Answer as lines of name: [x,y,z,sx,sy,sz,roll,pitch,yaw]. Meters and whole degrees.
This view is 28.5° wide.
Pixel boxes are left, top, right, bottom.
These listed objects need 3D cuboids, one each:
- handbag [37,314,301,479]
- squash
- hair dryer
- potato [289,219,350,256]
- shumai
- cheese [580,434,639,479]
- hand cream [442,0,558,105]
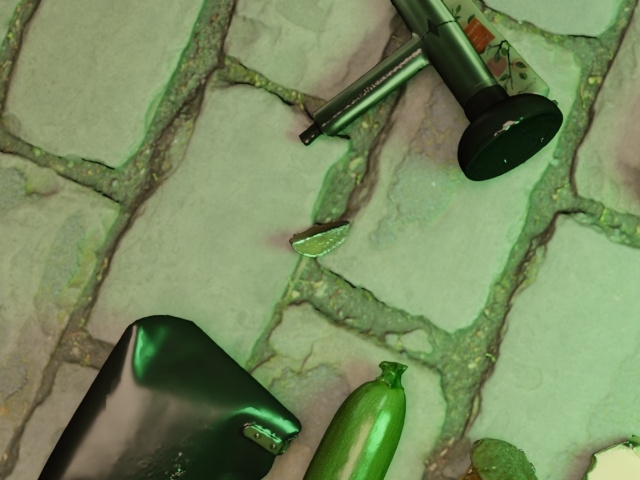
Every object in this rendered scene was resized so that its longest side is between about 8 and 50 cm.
handbag: [-0.202,0.294,1.740,0.288,0.152,0.342,30,90,0]
squash: [0.025,0.346,1.713,0.107,0.107,0.395,22,86,11]
hair dryer: [0.143,-0.186,1.789,0.320,0.156,0.284,51,118,25]
potato: [-0.001,0.000,1.808,0.093,0.037,0.036,-20,109,-14]
shumai: [0.227,0.342,1.691,0.116,0.145,0.145,-44,77,22]
cheese: [0.421,0.395,1.674,0.127,0.050,0.255,-21,79,4]
hand cream: [0.248,-0.263,1.808,0.080,0.050,0.234,-46,73,9]
